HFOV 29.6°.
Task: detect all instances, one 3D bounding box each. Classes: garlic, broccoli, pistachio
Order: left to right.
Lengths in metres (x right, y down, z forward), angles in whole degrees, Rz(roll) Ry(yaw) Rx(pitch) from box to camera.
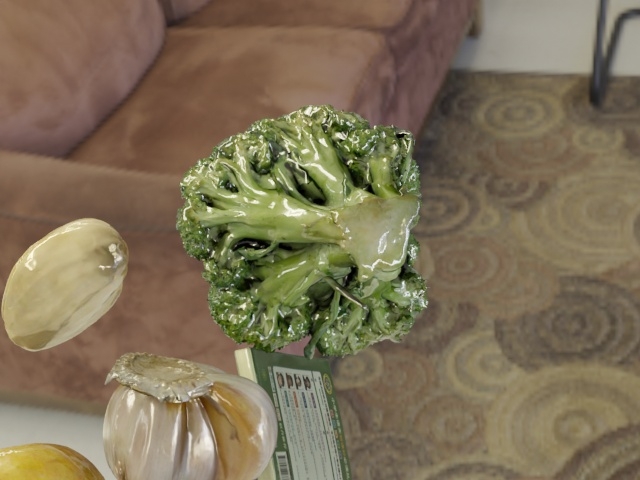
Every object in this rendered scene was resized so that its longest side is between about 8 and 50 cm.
[{"bbox_3d":[-0.341,0.050,1.593,0.200,0.145,0.117,-39,40,9],"label":"pistachio"},{"bbox_3d":[-0.165,0.220,1.294,0.207,0.207,0.257,1,40,14],"label":"garlic"},{"bbox_3d":[0.000,0.000,1.386,0.321,0.304,0.283,-19,9,-23],"label":"broccoli"}]

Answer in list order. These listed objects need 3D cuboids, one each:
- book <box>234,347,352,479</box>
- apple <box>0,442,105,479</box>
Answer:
[{"bbox_3d":[-0.027,0.241,1.516,0.027,0.264,0.202,-17,76,18],"label":"book"},{"bbox_3d":[-0.415,0.415,1.639,0.298,0.275,0.299,-7,-5,-1],"label":"apple"}]
